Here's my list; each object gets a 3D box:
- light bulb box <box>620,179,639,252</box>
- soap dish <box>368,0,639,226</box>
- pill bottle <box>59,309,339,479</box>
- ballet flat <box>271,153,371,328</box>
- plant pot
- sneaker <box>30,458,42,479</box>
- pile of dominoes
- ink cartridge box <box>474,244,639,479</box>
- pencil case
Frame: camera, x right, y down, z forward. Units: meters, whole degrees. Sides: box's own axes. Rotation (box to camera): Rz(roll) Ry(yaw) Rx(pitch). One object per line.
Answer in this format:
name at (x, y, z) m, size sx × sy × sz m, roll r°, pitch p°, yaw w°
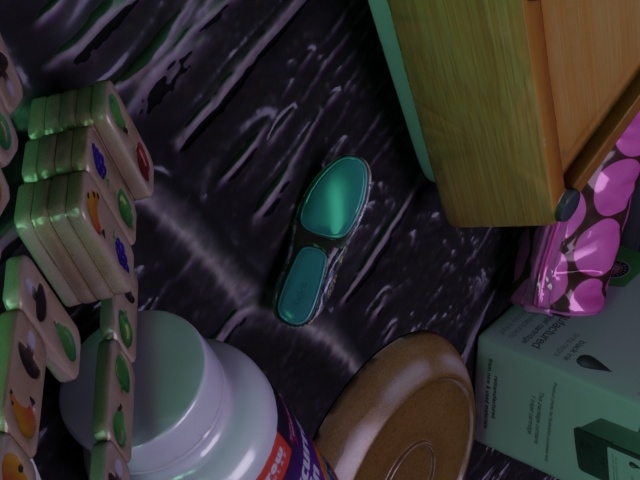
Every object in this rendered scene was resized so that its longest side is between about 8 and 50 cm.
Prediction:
light bulb box at (0.490, -0.109, 1.256) m, size 0.358 × 0.225 × 0.361 m, roll -22°, pitch 126°, yaw -50°
soap dish at (0.143, -0.162, 0.795) m, size 0.229 × 0.118 × 0.291 m, roll -51°, pitch 149°, yaw -19°
pill bottle at (-0.063, 0.120, 0.688) m, size 0.108 × 0.108 × 0.193 m, roll -56°, pitch 145°, yaw -20°
ballet flat at (0.000, 0.000, 0.784) m, size 0.041 × 0.041 × 0.114 m, roll 24°, pitch 88°, yaw -58°
plant pot at (0.057, 0.186, 0.973) m, size 0.236 × 0.032 × 0.236 m, roll -32°, pitch 133°, yaw -42°
sneaker at (-0.196, 0.070, 0.452) m, size 0.126 × 0.127 × 0.321 m, roll -59°, pitch 145°, yaw -12°
pile of dominoes at (-0.100, 0.029, 0.502) m, size 0.196 × 0.040 × 0.251 m, roll 68°, pitch 11°, yaw -45°
ink cartridge box at (0.307, 0.129, 1.066) m, size 0.211 × 0.289 × 0.121 m, roll -35°, pitch 135°, yaw -42°
pencil case at (0.208, -0.035, 1.013) m, size 0.098 × 0.095 × 0.209 m, roll -42°, pitch 144°, yaw -64°
